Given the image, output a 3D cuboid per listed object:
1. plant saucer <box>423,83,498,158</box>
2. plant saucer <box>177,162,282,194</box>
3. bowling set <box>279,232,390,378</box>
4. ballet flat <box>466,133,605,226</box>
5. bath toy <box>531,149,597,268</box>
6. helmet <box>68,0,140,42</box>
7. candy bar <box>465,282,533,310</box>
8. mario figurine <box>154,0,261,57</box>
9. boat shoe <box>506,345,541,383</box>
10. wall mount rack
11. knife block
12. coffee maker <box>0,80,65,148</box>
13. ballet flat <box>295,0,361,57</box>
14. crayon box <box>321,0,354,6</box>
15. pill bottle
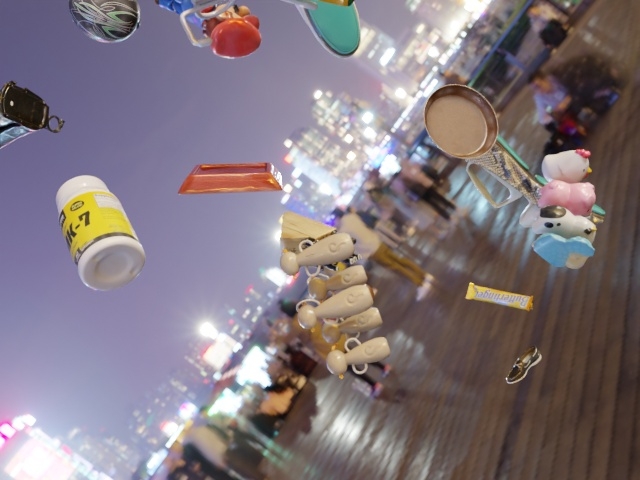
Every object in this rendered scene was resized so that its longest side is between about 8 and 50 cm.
[{"bbox_3d":[0.287,-0.243,1.649,0.168,0.168,0.029,-54,2,-24],"label":"plant saucer"},{"bbox_3d":[-0.229,-0.165,2.058,0.259,0.258,0.048,-105,13,-78],"label":"plant saucer"},{"bbox_3d":[0.037,0.142,1.626,0.154,0.287,0.200,-19,-15,5],"label":"bowling set"},{"bbox_3d":[0.582,-0.154,2.306,0.182,0.482,0.164,-53,-1,19],"label":"ballet flat"},{"bbox_3d":[0.624,-0.096,1.978,0.129,0.151,0.348,-39,26,46],"label":"bath toy"},{"bbox_3d":[-0.560,-0.594,2.060,0.169,0.169,0.161,-54,-2,21],"label":"helmet"},{"bbox_3d":[0.428,0.135,1.890,0.018,0.161,0.040,33,-110,-62],"label":"candy bar"},{"bbox_3d":[-0.266,-0.582,1.990,0.170,0.320,0.198,-56,-16,16],"label":"mario figurine"},{"bbox_3d":[0.531,0.326,2.089,0.125,0.038,0.046,-36,25,-17],"label":"boat shoe"},{"bbox_3d":[-0.151,-0.547,1.688,0.304,0.131,0.350,-26,-9,-14],"label":"wall mount rack"},{"bbox_3d":[0.000,0.000,2.391,0.276,0.242,0.088,-89,-3,-65],"label":"knife block"},{"bbox_3d":[-0.774,-0.296,1.986,0.178,0.171,0.120,-14,42,37],"label":"coffee maker"},{"bbox_3d":[-0.033,-0.633,1.959,0.139,0.400,0.139,-31,20,12],"label":"ballet flat"},{"bbox_3d":[-0.049,-0.628,1.733,0.165,0.278,0.081,91,-158,-44],"label":"crayon box"},{"bbox_3d":[-0.407,-0.018,1.445,0.119,0.208,0.119,-20,-42,-19],"label":"pill bottle"}]
